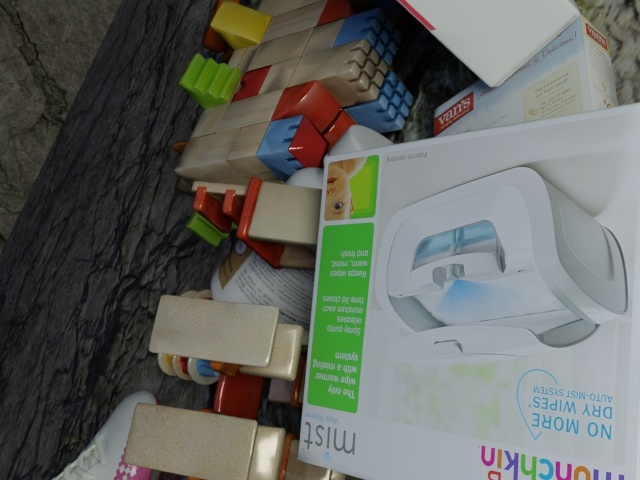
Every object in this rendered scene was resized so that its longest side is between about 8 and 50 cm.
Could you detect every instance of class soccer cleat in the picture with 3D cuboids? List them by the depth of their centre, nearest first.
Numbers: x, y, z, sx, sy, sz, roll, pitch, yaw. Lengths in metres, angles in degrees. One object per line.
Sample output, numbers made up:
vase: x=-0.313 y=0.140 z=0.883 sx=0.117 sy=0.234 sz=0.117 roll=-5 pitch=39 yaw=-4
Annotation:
soccer cleat: x=-0.316 y=0.346 z=1.030 sx=0.116 sy=0.143 sz=0.331 roll=2 pitch=69 yaw=58

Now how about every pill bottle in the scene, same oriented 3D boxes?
pill bottle: x=0.000 y=0.000 z=0.807 sx=0.229 sy=0.131 sz=0.131 roll=-49 pitch=33 yaw=24

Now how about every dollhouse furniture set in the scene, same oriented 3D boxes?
dollhouse furniture set: x=-0.058 y=0.086 z=0.659 sx=0.135 sy=0.262 sz=0.259 roll=5 pitch=73 yaw=18

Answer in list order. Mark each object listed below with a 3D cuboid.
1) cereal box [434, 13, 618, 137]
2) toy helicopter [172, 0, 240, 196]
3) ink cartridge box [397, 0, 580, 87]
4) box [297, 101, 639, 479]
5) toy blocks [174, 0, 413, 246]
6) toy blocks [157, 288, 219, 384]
cereal box: x=0.169 y=-0.051 z=0.663 sx=0.173 sy=0.047 sz=0.240 roll=-30 pitch=44 yaw=45
toy helicopter: x=-0.150 y=-0.175 z=1.200 sx=0.355 sy=0.140 sz=0.234 roll=128 pitch=154 yaw=-46
ink cartridge box: x=0.127 y=-0.274 z=0.725 sx=0.100 sy=0.172 sz=0.237 roll=-41 pitch=24 yaw=30
box: x=0.121 y=0.054 z=0.519 sx=0.262 sy=0.127 sz=0.231 roll=-1 pitch=80 yaw=50
toy blocks: x=-0.004 y=-0.184 z=0.938 sx=0.261 sy=0.191 sz=0.381 roll=-4 pitch=55 yaw=43
toy blocks: x=-0.148 y=0.123 z=1.025 sx=0.148 sy=0.054 sz=0.123 roll=-4 pitch=65 yaw=57
